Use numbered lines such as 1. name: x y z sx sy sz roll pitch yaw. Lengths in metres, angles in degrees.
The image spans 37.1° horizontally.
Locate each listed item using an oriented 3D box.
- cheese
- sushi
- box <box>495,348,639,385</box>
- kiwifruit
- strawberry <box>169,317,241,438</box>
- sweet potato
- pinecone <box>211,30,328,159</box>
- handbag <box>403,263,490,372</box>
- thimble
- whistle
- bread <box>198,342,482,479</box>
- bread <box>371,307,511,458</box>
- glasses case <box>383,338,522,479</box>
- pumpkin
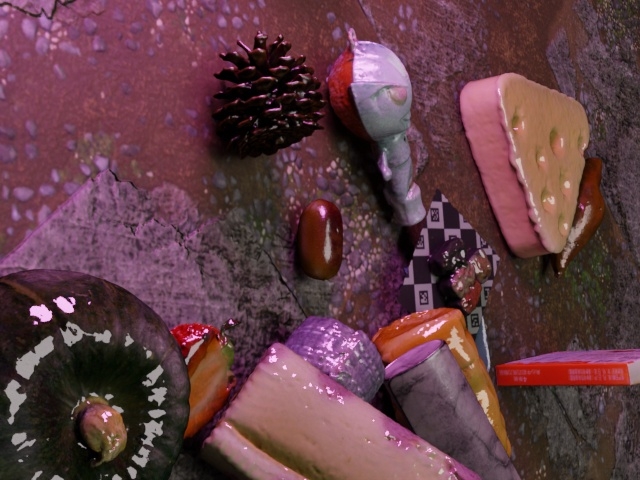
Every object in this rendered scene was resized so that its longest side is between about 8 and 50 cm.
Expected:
1. cheese: 0.428 -0.139 1.929 0.384 0.104 0.384 12 74 -48
2. sushi: 0.245 0.062 1.636 0.219 0.047 0.231 43 57 -34
3. box: 0.524 0.246 1.852 0.265 0.273 0.048 -2 85 -48
4. kiwifruit: 0.000 0.000 1.437 0.075 0.075 0.124 9 75 -48
5. strawberry: -0.176 0.175 1.195 0.140 0.085 0.192 29 83 -60
6. sweet potato: 0.563 -0.068 2.074 0.112 0.112 0.359 47 55 -34
7. pinecone: -0.077 -0.208 1.321 0.163 0.163 0.165 -1 72 -49
8. handbag: 0.216 0.149 1.676 0.179 0.062 0.229 -10 92 -46
9. thimble: 0.011 0.190 1.363 0.098 0.150 0.150 -52 122 -39
10. whistle: 0.098 -0.182 1.549 0.142 0.133 0.346 -108 179 -62
11. bread: 0.024 0.294 1.226 0.338 0.155 0.187 33 75 6
12. bread: 0.199 0.257 1.542 0.132 0.166 0.294 -106 176 -73
13. glasses case: 0.207 0.298 1.452 0.114 0.060 0.299 -32 105 -4
14. pumpkin: -0.274 0.173 0.988 0.300 0.207 0.300 1 89 -41
